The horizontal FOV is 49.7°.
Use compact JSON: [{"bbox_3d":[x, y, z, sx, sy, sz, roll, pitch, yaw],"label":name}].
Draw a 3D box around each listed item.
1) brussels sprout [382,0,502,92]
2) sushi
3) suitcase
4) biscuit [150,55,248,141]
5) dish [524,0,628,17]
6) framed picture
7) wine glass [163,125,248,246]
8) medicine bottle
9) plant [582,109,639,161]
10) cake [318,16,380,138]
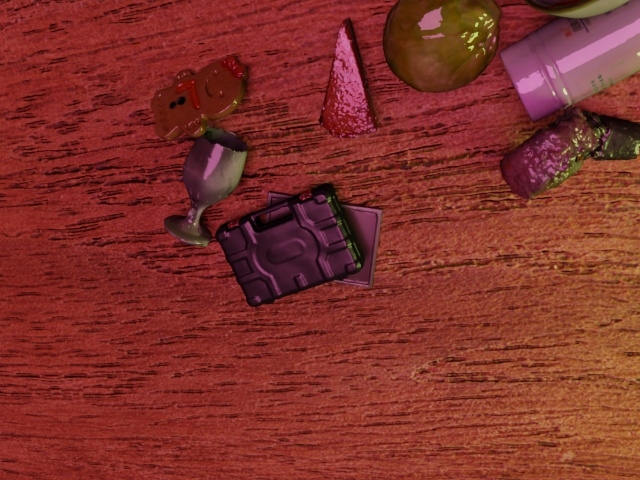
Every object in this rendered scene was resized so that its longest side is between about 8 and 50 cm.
[{"bbox_3d":[0.218,-0.372,1.256,0.223,0.161,0.223,8,117,15],"label":"brussels sprout"},{"bbox_3d":[0.389,-0.136,1.251,0.107,0.161,0.241,56,155,4],"label":"sushi"},{"bbox_3d":[-0.067,0.015,1.496,0.285,0.066,0.206,-20,103,20],"label":"suitcase"},{"bbox_3d":[-0.249,-0.294,1.422,0.225,0.036,0.166,-19,65,14],"label":"biscuit"},{"bbox_3d":[0.475,-0.494,1.108,0.124,0.324,0.324,18,117,-29],"label":"dish"},{"bbox_3d":[0.000,0.000,1.519,0.259,0.023,0.189,9,111,10],"label":"framed picture"},{"bbox_3d":[-0.246,-0.115,1.483,0.126,0.126,0.241,28,112,2],"label":"wine glass"},{"bbox_3d":[0.461,-0.331,1.218,0.254,0.152,0.152,-26,102,20],"label":"medicine bottle"},{"bbox_3d":[0.522,-0.195,1.292,0.143,0.094,0.092,7,126,-1],"label":"plant"},{"bbox_3d":[0.036,-0.312,1.363,0.116,0.086,0.221,-15,107,16],"label":"cake"}]
